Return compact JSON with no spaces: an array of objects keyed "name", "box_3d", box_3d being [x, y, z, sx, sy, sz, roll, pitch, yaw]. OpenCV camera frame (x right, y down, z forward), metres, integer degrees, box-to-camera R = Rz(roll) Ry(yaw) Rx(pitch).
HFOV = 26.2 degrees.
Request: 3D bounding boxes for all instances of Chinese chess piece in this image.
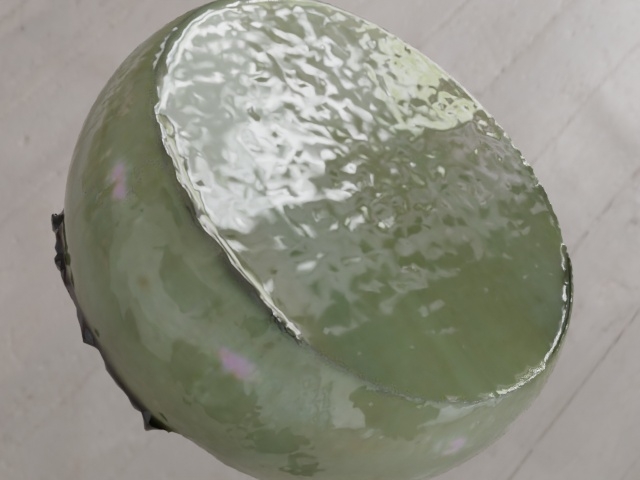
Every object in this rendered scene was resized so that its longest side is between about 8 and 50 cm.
[{"name":"Chinese chess piece","box_3d":[0.000,0.000,0.917,0.349,0.146,0.349,22,44,-23]}]
